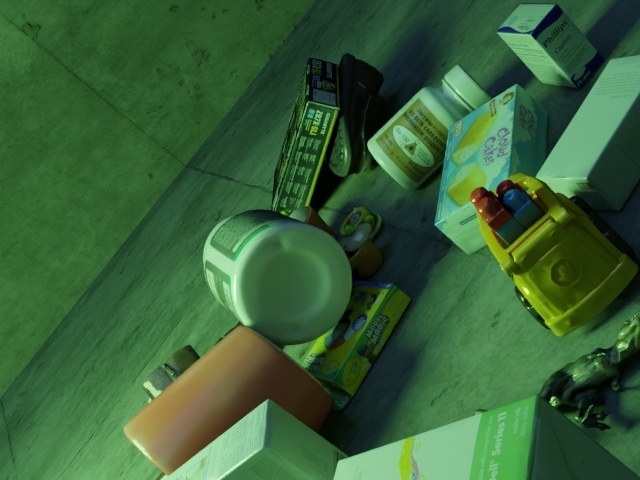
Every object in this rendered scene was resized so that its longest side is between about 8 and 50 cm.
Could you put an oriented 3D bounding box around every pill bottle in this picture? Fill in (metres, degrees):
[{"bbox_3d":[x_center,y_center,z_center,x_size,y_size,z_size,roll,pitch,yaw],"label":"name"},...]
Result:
[{"bbox_3d":[-0.093,0.051,1.700,0.204,0.204,0.361,-52,18,-5],"label":"pill bottle"},{"bbox_3d":[0.210,-0.214,1.807,0.229,0.131,0.131,-44,23,14],"label":"pill bottle"}]

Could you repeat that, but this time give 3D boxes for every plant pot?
[{"bbox_3d":[-0.126,0.281,1.486,0.243,0.275,0.275,-51,22,-11],"label":"plant pot"}]

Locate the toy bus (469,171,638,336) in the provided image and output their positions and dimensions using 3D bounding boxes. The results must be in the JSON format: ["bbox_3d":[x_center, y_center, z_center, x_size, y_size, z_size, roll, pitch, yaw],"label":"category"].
[{"bbox_3d":[0.276,-0.014,1.261,0.149,0.211,0.220,-45,21,15],"label":"toy bus"}]

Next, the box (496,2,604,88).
[{"bbox_3d":[0.392,-0.334,1.645,0.072,0.137,0.126,-49,22,-1],"label":"box"}]

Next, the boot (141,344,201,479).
[{"bbox_3d":[-0.259,0.334,1.744,0.207,0.090,0.248,39,73,25],"label":"boot"}]

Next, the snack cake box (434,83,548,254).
[{"bbox_3d":[0.284,-0.120,1.574,0.152,0.089,0.264,-33,27,37],"label":"snack cake box"}]

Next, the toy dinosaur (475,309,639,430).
[{"bbox_3d":[0.285,0.183,1.129,0.268,0.064,0.118,-37,11,29],"label":"toy dinosaur"}]

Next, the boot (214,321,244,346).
[{"bbox_3d":[-0.129,0.168,1.925,0.137,0.077,0.198,-54,23,-23],"label":"boot"}]

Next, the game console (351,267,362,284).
[{"bbox_3d":[0.022,0.111,1.719,0.107,0.071,0.122,6,58,56],"label":"game console"}]

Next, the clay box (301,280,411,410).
[{"bbox_3d":[0.047,0.171,1.603,0.222,0.053,0.127,-56,23,-17],"label":"clay box"}]

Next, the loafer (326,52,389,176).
[{"bbox_3d":[0.093,-0.282,2.126,0.134,0.130,0.366,110,169,-48],"label":"loafer"}]

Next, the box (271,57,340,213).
[{"bbox_3d":[-0.037,-0.216,2.167,0.257,0.079,0.322,-93,19,-58],"label":"box"}]

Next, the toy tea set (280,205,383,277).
[{"bbox_3d":[0.000,0.000,1.870,0.336,0.124,0.200,-20,36,51],"label":"toy tea set"}]

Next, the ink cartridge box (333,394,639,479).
[{"bbox_3d":[0.144,0.302,1.006,0.353,0.207,0.119,-29,31,40],"label":"ink cartridge box"}]

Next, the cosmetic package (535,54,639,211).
[{"bbox_3d":[0.423,-0.155,1.377,0.231,0.085,0.117,-56,23,-11],"label":"cosmetic package"}]

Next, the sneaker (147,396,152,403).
[{"bbox_3d":[-0.278,0.312,1.900,0.110,0.122,0.283,-48,22,5],"label":"sneaker"}]

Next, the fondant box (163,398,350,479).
[{"bbox_3d":[-0.098,0.388,1.286,0.330,0.238,0.096,-41,24,21],"label":"fondant box"}]
